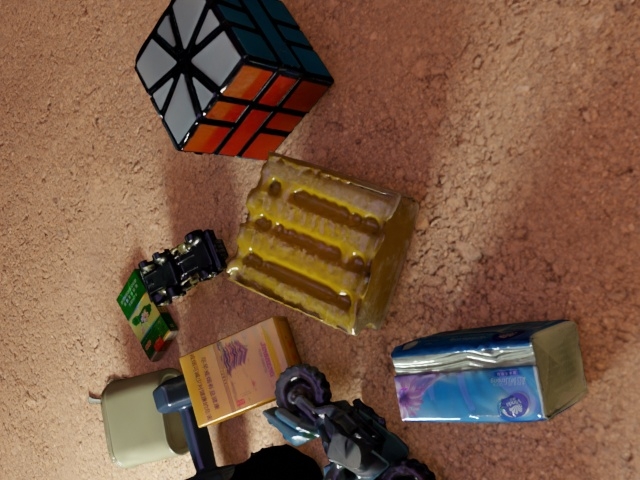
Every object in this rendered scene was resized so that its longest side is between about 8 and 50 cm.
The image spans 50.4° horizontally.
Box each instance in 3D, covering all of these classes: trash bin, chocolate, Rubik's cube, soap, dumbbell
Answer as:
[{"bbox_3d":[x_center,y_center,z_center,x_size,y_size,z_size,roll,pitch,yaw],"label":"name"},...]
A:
[{"bbox_3d":[-0.464,0.476,1.822,0.247,0.121,0.243,-21,76,36],"label":"trash bin"},{"bbox_3d":[-0.109,0.577,1.503,0.224,0.206,0.177,29,141,-1],"label":"chocolate"},{"bbox_3d":[-0.198,-0.372,1.502,0.293,0.283,0.288,-45,64,29],"label":"Rubik's cube"},{"bbox_3d":[0.000,0.000,1.386,0.335,0.156,0.293,20,96,30],"label":"soap"},{"bbox_3d":[-0.299,0.484,1.658,0.156,0.143,0.316,-18,74,-6],"label":"dumbbell"}]

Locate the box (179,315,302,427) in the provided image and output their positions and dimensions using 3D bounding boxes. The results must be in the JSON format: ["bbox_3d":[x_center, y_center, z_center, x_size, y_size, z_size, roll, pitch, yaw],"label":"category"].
[{"bbox_3d":[-0.179,0.304,1.567,0.274,0.076,0.174,-25,74,19],"label":"box"}]

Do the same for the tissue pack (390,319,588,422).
[{"bbox_3d":[0.283,0.222,1.148,0.263,0.198,0.146,-12,85,40],"label":"tissue pack"}]

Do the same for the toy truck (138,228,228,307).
[{"bbox_3d":[-0.333,0.068,1.712,0.257,0.127,0.127,-29,78,35],"label":"toy truck"}]

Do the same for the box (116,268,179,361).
[{"bbox_3d":[-0.484,0.206,1.893,0.132,0.034,0.235,-52,60,26],"label":"box"}]

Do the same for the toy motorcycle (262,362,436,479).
[{"bbox_3d":[0.038,0.444,1.365,0.416,0.172,0.232,38,107,24],"label":"toy motorcycle"}]

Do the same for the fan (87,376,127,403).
[{"bbox_3d":[-0.627,0.482,2.026,0.226,0.008,0.152,-9,85,39],"label":"fan"}]
